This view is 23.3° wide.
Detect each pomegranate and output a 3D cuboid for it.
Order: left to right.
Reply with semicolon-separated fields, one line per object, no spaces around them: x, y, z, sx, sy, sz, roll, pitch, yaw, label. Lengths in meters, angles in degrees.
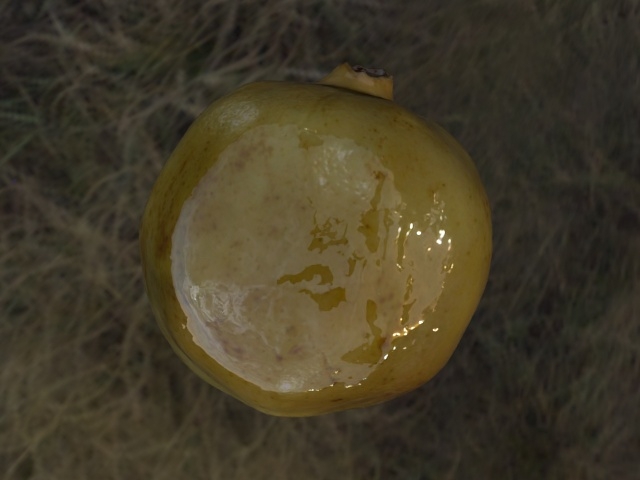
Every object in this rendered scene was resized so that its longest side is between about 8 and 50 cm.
-0.003;0.007;0.975;0.233;0.233;0.233;4;110;12;pomegranate
